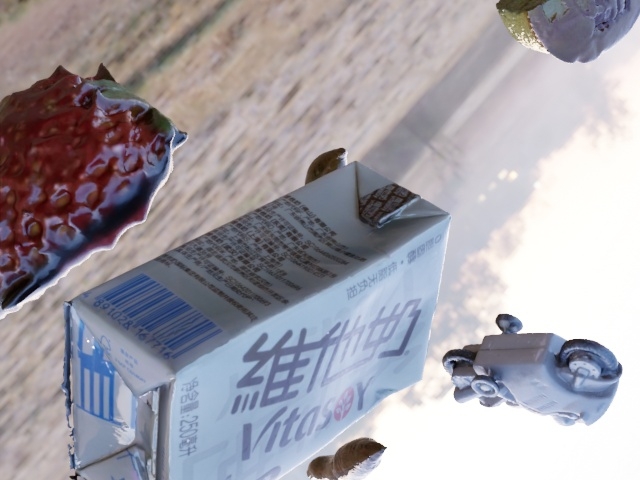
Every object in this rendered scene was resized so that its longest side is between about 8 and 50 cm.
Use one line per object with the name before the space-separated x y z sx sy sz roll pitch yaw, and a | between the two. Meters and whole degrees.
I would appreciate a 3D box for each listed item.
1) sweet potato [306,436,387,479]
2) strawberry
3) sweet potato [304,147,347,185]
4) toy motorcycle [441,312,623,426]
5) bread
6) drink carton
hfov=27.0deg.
sweet potato | 0.038 0.310 1.836 0.057 0.057 0.264 -47 -179 -28
strawberry | -0.267 -0.035 1.154 0.306 0.137 0.233 -40 -156 -4
sweet potato | 0.000 0.000 1.338 0.067 0.067 0.274 -46 155 -36
toy motorcycle | 0.289 0.187 1.737 0.260 0.171 0.110 -10 -139 42
bread | 0.244 -0.240 1.244 0.086 0.125 0.156 25 -92 52
drink carton | -0.046 0.089 1.110 0.324 0.132 0.194 -29 139 -38
